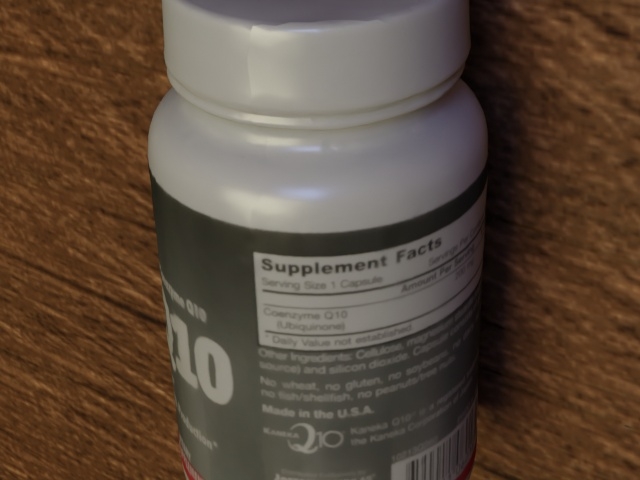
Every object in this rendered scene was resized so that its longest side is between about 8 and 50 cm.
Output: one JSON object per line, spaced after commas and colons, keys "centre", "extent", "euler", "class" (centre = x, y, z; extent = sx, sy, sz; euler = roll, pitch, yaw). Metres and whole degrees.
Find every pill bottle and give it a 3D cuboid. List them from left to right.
{"centre": [0.000, 0.000, 0.662], "extent": [0.161, 0.161, 0.283], "euler": [21, 128, 33], "class": "pill bottle"}
